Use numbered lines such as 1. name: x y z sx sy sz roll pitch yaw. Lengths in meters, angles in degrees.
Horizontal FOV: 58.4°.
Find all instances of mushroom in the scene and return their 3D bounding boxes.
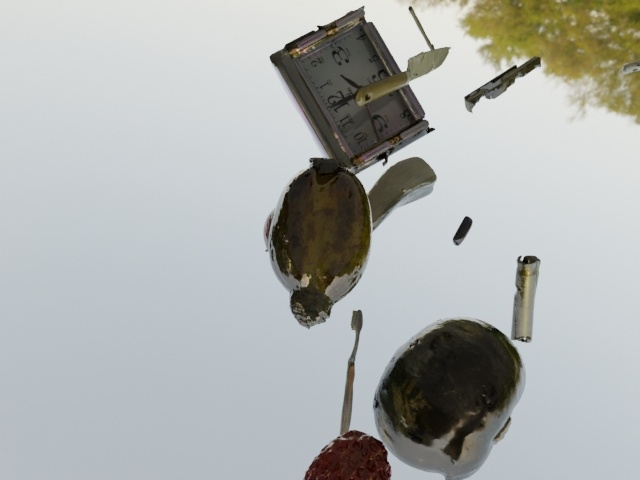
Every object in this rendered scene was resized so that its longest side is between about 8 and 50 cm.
1. mushroom: 0.172 -0.099 1.516 0.329 0.159 0.122 -35 -141 -19

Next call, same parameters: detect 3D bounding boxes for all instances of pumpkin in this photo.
1. pumpkin: 0.342 0.410 1.531 0.344 0.454 0.455 32 -143 27

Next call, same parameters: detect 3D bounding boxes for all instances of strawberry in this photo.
1. strawberry: 0.081 0.525 1.278 0.234 0.234 0.177 21 -112 13

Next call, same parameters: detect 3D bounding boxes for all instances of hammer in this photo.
1. hammer: 0.287 -0.587 1.607 0.013 0.199 0.062 -21 -122 22

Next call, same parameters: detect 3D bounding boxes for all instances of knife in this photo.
1. knife: 0.145 -0.274 0.920 0.017 0.047 0.298 19 -144 34

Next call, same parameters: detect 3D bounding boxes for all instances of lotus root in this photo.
1. lotus root: 0.000 0.000 0.664 0.120 0.120 0.209 9 -109 -6

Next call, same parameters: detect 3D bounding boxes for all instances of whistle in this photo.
1. whistle: 0.624 0.188 1.751 0.068 0.326 0.057 12 -143 29

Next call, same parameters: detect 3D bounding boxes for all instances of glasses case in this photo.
1. glasses case: 0.377 -0.025 1.508 0.023 0.083 0.033 24 169 39

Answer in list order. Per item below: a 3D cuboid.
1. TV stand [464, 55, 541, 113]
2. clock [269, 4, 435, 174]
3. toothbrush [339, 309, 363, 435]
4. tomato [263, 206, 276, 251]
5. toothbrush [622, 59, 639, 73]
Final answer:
1. TV stand: 0.480 -0.413 1.505 0.249 0.036 0.042 -33 -140 -12
2. clock: 0.053 -0.238 0.953 0.187 0.253 0.083 -29 180 -5
3. toothbrush: 0.081 0.375 1.565 0.028 0.374 0.037 10 174 -33
4. tomato: -0.031 -0.051 1.232 0.225 0.225 0.084 -20 -101 -40
5. toothbrush: 0.748 -0.345 0.977 0.418 0.040 0.042 -12 180 22
